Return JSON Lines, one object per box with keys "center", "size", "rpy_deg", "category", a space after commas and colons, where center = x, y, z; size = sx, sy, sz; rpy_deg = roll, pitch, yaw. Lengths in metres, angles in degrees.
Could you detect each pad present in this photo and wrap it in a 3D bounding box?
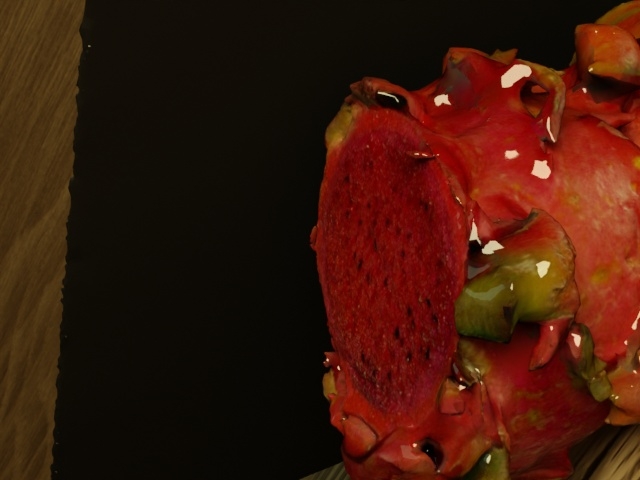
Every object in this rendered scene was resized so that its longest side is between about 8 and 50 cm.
{"center": [-0.024, -0.029, 0.493], "size": [0.315, 0.063, 0.375], "rpy_deg": [-17, -40, -31], "category": "pad"}

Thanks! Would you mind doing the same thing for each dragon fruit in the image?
{"center": [0.070, -0.006, 0.437], "size": [0.208, 0.150, 0.133], "rpy_deg": [-48, 24, -25], "category": "dragon fruit"}
